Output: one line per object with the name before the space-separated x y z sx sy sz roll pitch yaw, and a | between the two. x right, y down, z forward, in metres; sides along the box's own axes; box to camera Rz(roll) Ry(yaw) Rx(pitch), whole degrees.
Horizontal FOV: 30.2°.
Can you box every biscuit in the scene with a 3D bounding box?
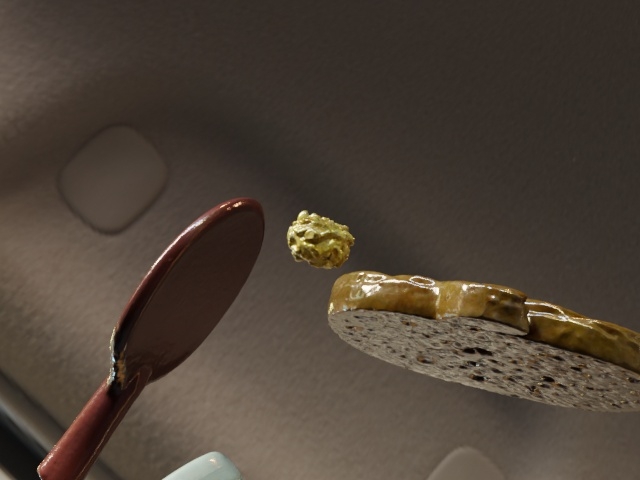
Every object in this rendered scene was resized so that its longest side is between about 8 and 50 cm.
biscuit | 0.199 0.105 1.346 0.394 0.350 0.070 14 -107 10

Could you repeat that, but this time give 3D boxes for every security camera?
security camera | -0.230 0.371 1.489 0.080 0.302 0.157 50 -42 23

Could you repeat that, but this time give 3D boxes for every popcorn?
popcorn | 0.000 0.000 1.450 0.082 0.083 0.057 16 -71 -5

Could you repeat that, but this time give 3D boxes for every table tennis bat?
table tennis bat | -0.073 0.046 0.526 0.019 0.098 0.154 35 -92 16
